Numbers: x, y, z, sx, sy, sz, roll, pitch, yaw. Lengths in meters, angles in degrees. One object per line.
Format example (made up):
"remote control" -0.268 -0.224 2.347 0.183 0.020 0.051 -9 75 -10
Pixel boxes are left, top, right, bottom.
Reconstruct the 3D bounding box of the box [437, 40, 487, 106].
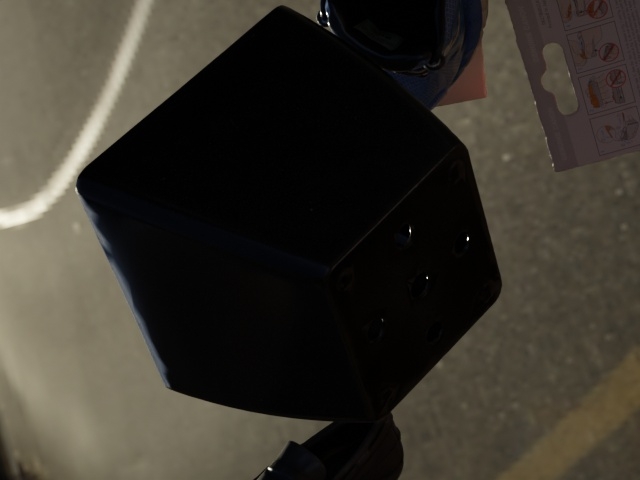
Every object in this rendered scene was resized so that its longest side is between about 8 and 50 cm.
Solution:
"box" 0.085 -0.208 1.510 0.170 0.091 0.130 72 -172 -64

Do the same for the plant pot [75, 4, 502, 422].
"plant pot" 0.000 0.000 1.052 0.167 0.188 0.187 23 145 38

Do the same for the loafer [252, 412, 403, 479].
"loafer" -0.022 0.204 1.465 0.076 0.223 0.078 22 130 45

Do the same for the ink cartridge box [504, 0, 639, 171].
"ink cartridge box" 0.285 -0.169 1.479 0.056 0.224 0.181 -82 -25 -59

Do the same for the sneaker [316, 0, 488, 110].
"sneaker" 0.047 -0.175 1.271 0.330 0.130 0.147 86 -154 -62
